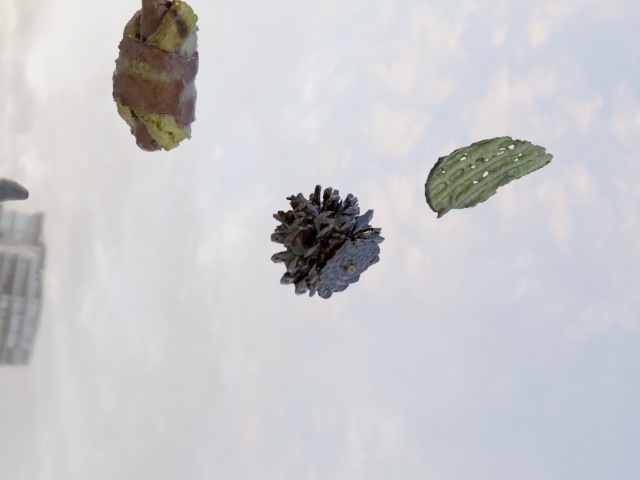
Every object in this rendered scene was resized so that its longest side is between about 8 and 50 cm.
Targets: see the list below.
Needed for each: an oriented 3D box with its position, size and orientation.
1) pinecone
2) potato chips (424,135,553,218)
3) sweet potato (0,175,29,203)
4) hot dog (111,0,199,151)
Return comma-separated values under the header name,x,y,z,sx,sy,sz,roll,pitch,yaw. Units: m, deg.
name,x,y,z,sx,sy,sz,roll,pitch,yaw
pinecone,0.002,-0.001,1.167,0.120,0.140,0.140,56,-50,23
potato chips,0.247,-0.109,1.485,0.091,0.208,0.028,64,-3,-8
sweet potato,-0.544,-0.076,1.457,0.077,0.244,0.077,0,-90,57
hot dog,-0.219,-0.220,1.301,0.146,0.103,0.213,24,-63,54
